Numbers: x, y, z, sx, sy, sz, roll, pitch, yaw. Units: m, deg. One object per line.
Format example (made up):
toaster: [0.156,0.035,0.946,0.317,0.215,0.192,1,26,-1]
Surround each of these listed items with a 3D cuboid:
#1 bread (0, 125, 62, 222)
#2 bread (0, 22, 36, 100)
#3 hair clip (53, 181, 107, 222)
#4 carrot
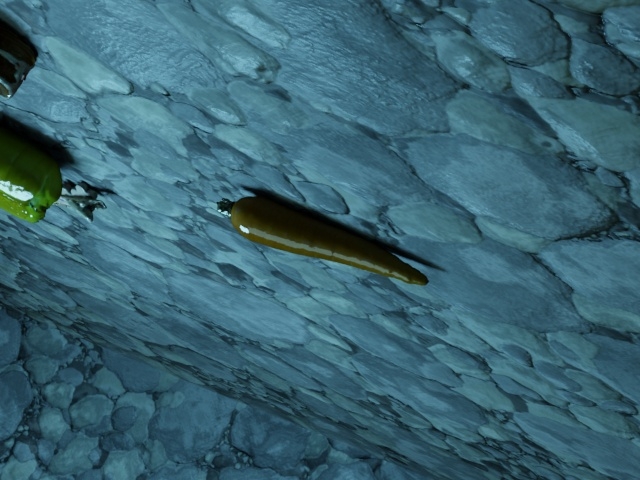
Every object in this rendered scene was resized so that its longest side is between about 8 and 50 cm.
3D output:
bread: [-0.605,-0.165,2.212,0.384,0.112,0.166,28,161,-2]
bread: [-0.474,-0.258,1.816,0.160,0.073,0.160,23,162,8]
hair clip: [-0.443,-0.076,2.349,0.214,0.056,0.062,19,151,51]
carrot: [0.000,0.000,1.907,0.336,0.069,0.069,19,162,13]
